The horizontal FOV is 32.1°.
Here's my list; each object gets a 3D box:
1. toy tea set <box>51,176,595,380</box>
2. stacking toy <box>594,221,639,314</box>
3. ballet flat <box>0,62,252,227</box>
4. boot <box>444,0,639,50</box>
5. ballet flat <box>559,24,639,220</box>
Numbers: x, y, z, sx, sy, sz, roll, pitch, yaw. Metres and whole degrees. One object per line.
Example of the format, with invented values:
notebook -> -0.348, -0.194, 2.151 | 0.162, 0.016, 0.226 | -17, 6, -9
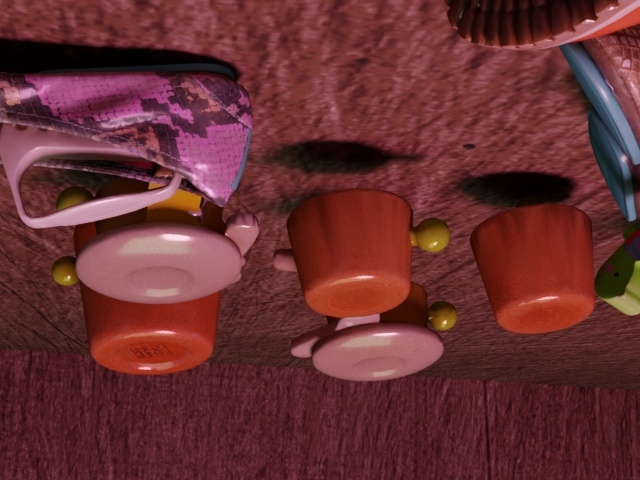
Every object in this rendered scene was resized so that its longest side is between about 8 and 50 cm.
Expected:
toy tea set -> 0.000, 0.000, 0.682 | 0.336, 0.124, 0.200 | 6, 151, -21
stacking toy -> 0.245, 0.010, 0.446 | 0.167, 0.052, 0.221 | 33, 129, -30
ballet flat -> -0.143, -0.046, 0.512 | 0.221, 0.079, 0.077 | 3, 168, -1
boot -> 0.110, -0.085, 0.314 | 0.085, 0.059, 0.158 | 7, 168, -42
ballet flat -> 0.139, -0.060, 0.446 | 0.067, 0.073, 0.206 | -28, 164, 12
